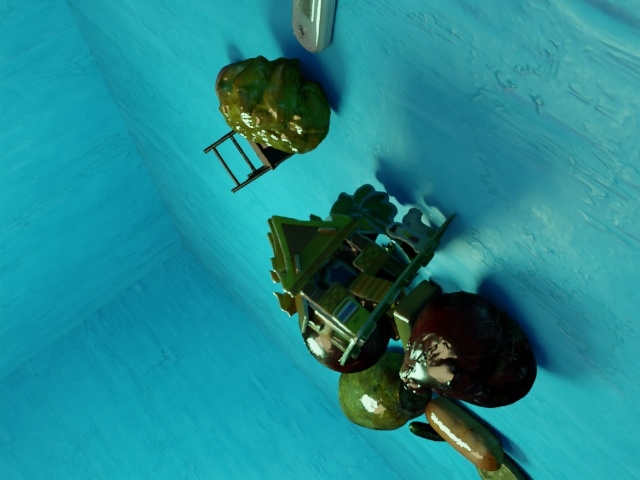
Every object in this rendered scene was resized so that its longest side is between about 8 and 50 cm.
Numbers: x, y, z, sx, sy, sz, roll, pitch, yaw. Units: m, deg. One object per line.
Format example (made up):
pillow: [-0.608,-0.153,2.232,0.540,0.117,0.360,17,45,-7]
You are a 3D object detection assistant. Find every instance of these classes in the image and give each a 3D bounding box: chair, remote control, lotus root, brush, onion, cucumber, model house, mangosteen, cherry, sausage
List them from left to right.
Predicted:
cherry: [-0.226,-0.390,1.700,0.106,0.087,0.126,31,156,39]
chair: [-0.147,-0.255,1.708,0.260,0.141,0.155,-27,105,27]
remote control: [-0.014,-0.423,1.183,0.087,0.047,0.244,44,162,13]
model house: [0.052,0.012,1.352,0.312,0.358,0.242,39,161,9]
mangosteen: [0.082,0.212,1.831,0.297,0.293,0.297,35,-157,-17]
lotus root: [0.202,0.468,2.079,0.250,0.250,0.346,54,155,-6]
brush: [0.248,0.198,1.601,0.059,0.123,0.197,29,153,41]
cucumber: [0.340,0.590,2.062,0.214,0.058,0.052,23,-146,-41]
sausage: [0.415,0.554,1.900,0.259,0.113,0.114,36,156,45]
onion: [0.316,0.235,1.382,0.281,0.280,0.221,58,-166,-18]

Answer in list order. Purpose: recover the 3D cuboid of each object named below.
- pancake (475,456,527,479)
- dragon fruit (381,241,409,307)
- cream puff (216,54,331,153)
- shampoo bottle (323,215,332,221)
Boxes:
pancake: [0.551,0.719,1.976,0.294,0.049,0.294,46,158,24]
dragon fruit: [0.161,0.098,1.662,0.175,0.142,0.138,42,-148,-39]
cream puff: [-0.097,-0.283,1.404,0.244,0.244,0.196,130,138,-72]
shampoo bottle: [0.000,0.000,1.784,0.077,0.152,0.045,52,161,-2]
